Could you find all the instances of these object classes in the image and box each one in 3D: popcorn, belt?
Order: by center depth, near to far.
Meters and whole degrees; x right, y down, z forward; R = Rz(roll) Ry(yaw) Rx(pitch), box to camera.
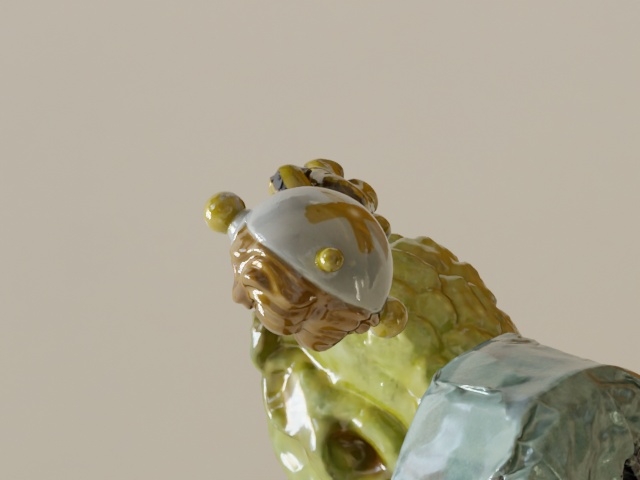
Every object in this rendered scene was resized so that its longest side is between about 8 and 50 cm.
[{"bbox_3d":[0.152,0.190,1.338,0.150,0.257,0.207,7,-134,41],"label":"belt"},{"bbox_3d":[0.067,0.133,1.496,0.225,0.286,0.174,1,-167,37],"label":"popcorn"}]

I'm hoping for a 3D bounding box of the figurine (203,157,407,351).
[{"bbox_3d":[0.004,0.002,0.927,0.101,0.068,0.143,42,-158,16],"label":"figurine"}]
